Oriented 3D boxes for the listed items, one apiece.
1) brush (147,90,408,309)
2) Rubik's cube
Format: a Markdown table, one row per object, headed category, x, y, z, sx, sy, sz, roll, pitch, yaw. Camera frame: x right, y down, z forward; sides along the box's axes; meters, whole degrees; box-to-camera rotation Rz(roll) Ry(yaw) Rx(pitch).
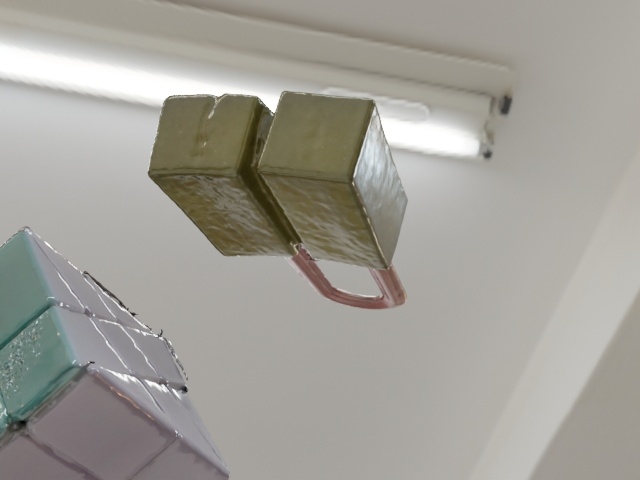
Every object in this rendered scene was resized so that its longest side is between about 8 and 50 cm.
| category | x | y | z | sx | sy | sz | roll | pitch | yaw |
| --- | --- | --- | --- | --- | --- | --- | --- | --- | --- |
| brush | 0.000 | 0.000 | 0.550 | 0.103 | 0.047 | 0.233 | 5 | -23 | 18 |
| Rubik's cube | -0.254 | 0.168 | 0.917 | 0.224 | 0.231 | 0.221 | -40 | -48 | 1 |
